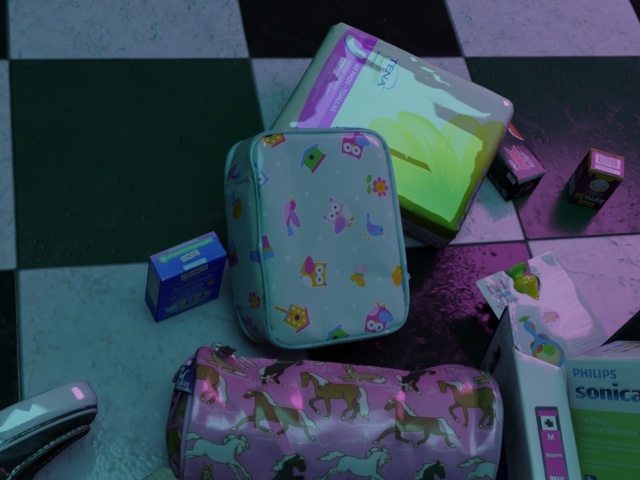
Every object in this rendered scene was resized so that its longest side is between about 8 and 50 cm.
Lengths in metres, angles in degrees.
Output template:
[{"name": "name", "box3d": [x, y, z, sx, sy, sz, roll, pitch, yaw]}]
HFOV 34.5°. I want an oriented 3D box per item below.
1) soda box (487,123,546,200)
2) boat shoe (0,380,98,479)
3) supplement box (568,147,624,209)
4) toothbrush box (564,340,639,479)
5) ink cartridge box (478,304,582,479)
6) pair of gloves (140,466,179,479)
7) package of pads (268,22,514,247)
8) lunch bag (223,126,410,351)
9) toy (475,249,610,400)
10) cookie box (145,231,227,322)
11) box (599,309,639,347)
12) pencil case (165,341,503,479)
[{"name": "soda box", "box3d": [0.262, -0.144, 1.542, 0.060, 0.053, 0.169, -21, 65, -24]}, {"name": "boat shoe", "box3d": [-0.370, 0.279, 1.093, 0.335, 0.121, 0.119, -33, 77, -18]}, {"name": "supplement box", "box3d": [0.407, -0.091, 1.522, 0.055, 0.083, 0.043, 14, 56, -4]}, {"name": "toothbrush box", "box3d": [0.401, 0.260, 1.135, 0.122, 0.206, 0.283, -9, 92, -43]}, {"name": "ink cartridge box", "box3d": [0.243, 0.276, 1.185, 0.069, 0.176, 0.371, -1, 57, -5]}, {"name": "pair of gloves", "box3d": [-0.179, 0.361, 1.020, 0.204, 0.042, 0.240, 32, 64, 35]}, {"name": "package of pads", "box3d": [0.099, -0.153, 1.453, 0.296, 0.101, 0.229, 27, 71, 6]}, {"name": "lunch bag", "box3d": [0.000, 0.000, 1.291, 0.224, 0.108, 0.279, -6, 91, -29]}, {"name": "toy", "box3d": [0.312, 0.139, 1.365, 0.137, 0.056, 0.237, -20, 71, -24]}, {"name": "cookie box", "box3d": [-0.169, 0.046, 1.282, 0.092, 0.107, 0.040, -22, 65, -25]}, {"name": "box", "box3d": [0.654, 0.152, 1.154, 0.297, 0.480, 0.472, -18, 63, -43]}, {"name": "pencil case", "box3d": [0.018, 0.216, 1.190, 0.386, 0.167, 0.160, 6, 18, -10]}]
